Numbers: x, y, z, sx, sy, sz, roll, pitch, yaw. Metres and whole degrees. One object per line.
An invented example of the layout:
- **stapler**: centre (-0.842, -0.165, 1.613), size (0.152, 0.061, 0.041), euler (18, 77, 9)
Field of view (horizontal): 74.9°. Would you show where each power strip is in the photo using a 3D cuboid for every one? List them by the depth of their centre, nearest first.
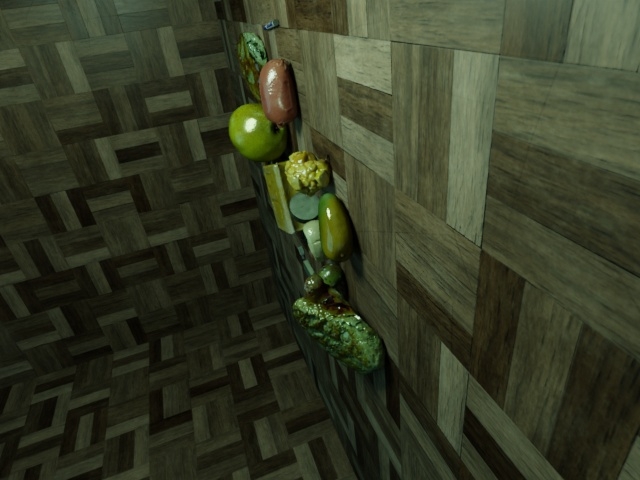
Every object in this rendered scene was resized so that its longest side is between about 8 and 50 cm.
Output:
- **power strip**: centre (-0.048, 0.190, 2.279), size (0.227, 0.029, 0.080), euler (-123, 22, -51)

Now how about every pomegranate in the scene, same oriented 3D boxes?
- **pomegranate**: centre (0.053, 0.162, 1.718), size (0.142, 0.114, 0.114), euler (49, 173, -16)

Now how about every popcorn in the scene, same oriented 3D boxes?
- **popcorn**: centre (-0.051, -0.240, 1.545), size (0.194, 0.163, 0.140), euler (27, 163, 36)

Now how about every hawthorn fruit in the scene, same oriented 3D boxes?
- **hawthorn fruit**: centre (-0.007, 0.070, 1.951), size (0.103, 0.066, 0.066), euler (50, 173, -18)

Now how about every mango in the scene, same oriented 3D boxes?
- **mango**: centre (0.052, -0.048, 1.466), size (0.156, 0.114, 0.251), euler (114, 151, -84)

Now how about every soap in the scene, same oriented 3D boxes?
- **soap**: centre (-0.151, -0.218, 1.978), size (0.293, 0.156, 0.336), euler (-155, 49, -66)

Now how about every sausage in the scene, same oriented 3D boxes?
- **sausage**: centre (-0.166, -0.578, 1.654), size (0.148, 0.148, 0.255), euler (-140, 38, -66)

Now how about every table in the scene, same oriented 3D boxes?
- **table**: centre (-0.064, -0.138, 1.753), size (0.043, 0.133, 0.134), euler (105, 146, -66)

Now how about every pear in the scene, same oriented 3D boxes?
- **pear**: centre (-0.285, -0.503, 1.951), size (0.294, 0.294, 0.295), euler (164, 90, -76)

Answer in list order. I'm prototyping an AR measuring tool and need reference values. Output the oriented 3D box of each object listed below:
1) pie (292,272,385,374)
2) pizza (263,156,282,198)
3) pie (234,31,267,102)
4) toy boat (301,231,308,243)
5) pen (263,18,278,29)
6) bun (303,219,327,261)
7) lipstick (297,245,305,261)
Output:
- **pie**: centre (0.072, 0.359, 1.621), size (0.418, 0.180, 0.395), euler (44, 160, 20)
- **pizza**: centre (-0.247, -0.345, 2.285), size (0.409, 0.113, 0.278), euler (90, 160, -51)
- **pie**: centre (-0.327, -0.850, 2.056), size (0.288, 0.102, 0.355), euler (111, 137, -67)
- **toy boat**: centre (-0.057, -0.021, 2.021), size (0.060, 0.055, 0.141), euler (67, 167, -1)
- **pen**: centre (-0.205, -0.876, 1.701), size (0.204, 0.025, 0.025), euler (-133, 30, -62)
- **bun**: centre (0.000, 0.000, 1.732), size (0.164, 0.110, 0.188), euler (-120, 8, -71)
- **lipstick**: centre (-0.101, 0.083, 2.380), size (0.025, 0.025, 0.107), euler (-146, 36, -69)
